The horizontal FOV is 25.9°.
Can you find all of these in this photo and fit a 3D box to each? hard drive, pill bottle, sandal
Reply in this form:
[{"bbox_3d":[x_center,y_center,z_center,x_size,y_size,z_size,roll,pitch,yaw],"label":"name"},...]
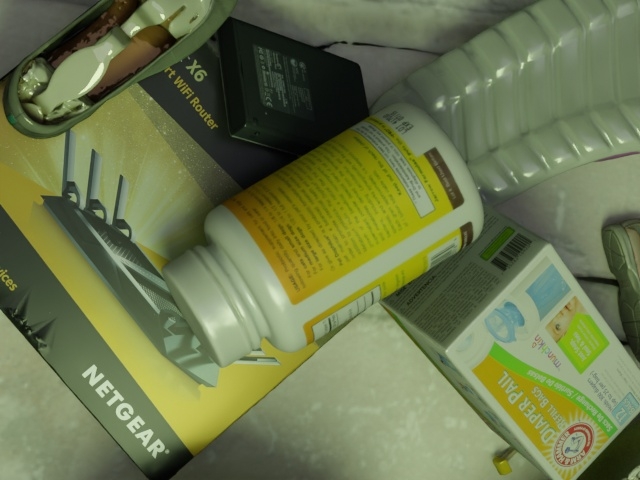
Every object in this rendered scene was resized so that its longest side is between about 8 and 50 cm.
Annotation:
[{"bbox_3d":[-0.016,-0.108,1.048,0.135,0.022,0.094,13,58,-41],"label":"hard drive"},{"bbox_3d":[0.000,0.000,0.984,0.215,0.117,0.117,-31,100,-12],"label":"pill bottle"},{"bbox_3d":[0.226,-0.132,1.121,0.416,0.102,0.169,-17,83,2],"label":"sandal"}]

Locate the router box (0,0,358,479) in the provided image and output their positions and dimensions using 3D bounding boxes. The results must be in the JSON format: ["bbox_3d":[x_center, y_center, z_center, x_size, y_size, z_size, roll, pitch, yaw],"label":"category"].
[{"bbox_3d":[-0.132,-0.009,1.055,0.243,0.081,0.309,-41,101,-7],"label":"router box"}]

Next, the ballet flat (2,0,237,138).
[{"bbox_3d":[-0.129,-0.145,0.969,0.213,0.068,0.072,-40,100,-8],"label":"ballet flat"}]

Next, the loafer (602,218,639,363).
[{"bbox_3d":[0.273,0.043,1.168,0.039,0.045,0.125,-17,95,-17],"label":"loafer"}]

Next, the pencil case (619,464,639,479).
[{"bbox_3d":[0.150,0.320,1.042,0.410,0.160,0.183,-31,90,-8],"label":"pencil case"}]

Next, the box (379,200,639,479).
[{"bbox_3d":[0.154,0.082,1.077,0.114,0.103,0.203,-46,127,-5],"label":"box"}]

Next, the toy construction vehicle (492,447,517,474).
[{"bbox_3d":[0.202,0.190,1.171,0.098,0.035,0.086,-34,110,-7],"label":"toy construction vehicle"}]

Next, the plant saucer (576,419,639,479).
[{"bbox_3d":[0.307,0.263,1.178,0.241,0.037,0.241,-3,102,-15],"label":"plant saucer"}]
